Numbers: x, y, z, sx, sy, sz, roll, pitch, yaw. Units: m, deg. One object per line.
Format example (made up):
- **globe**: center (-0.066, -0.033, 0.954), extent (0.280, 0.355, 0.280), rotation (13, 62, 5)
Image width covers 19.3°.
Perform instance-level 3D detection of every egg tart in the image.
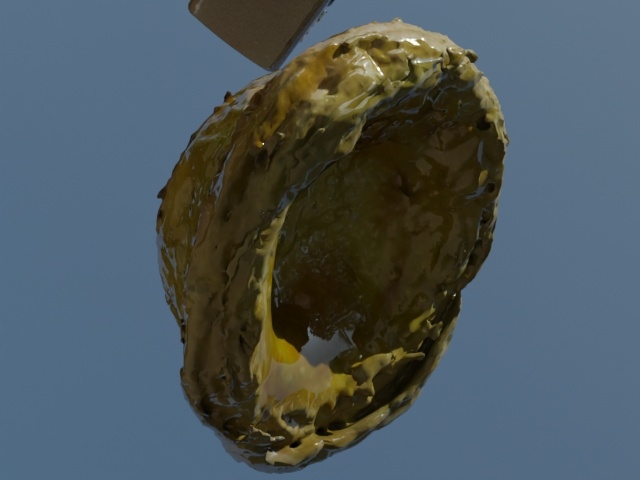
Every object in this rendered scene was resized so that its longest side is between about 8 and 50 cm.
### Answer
- **egg tart**: center (0.000, 0.000, 1.106), extent (0.118, 0.288, 0.288), rotation (25, -72, 34)

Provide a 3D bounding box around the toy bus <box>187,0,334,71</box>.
- **toy bus**: center (-0.011, -0.206, 1.271), extent (0.091, 0.103, 0.182), rotation (37, -39, -4)
